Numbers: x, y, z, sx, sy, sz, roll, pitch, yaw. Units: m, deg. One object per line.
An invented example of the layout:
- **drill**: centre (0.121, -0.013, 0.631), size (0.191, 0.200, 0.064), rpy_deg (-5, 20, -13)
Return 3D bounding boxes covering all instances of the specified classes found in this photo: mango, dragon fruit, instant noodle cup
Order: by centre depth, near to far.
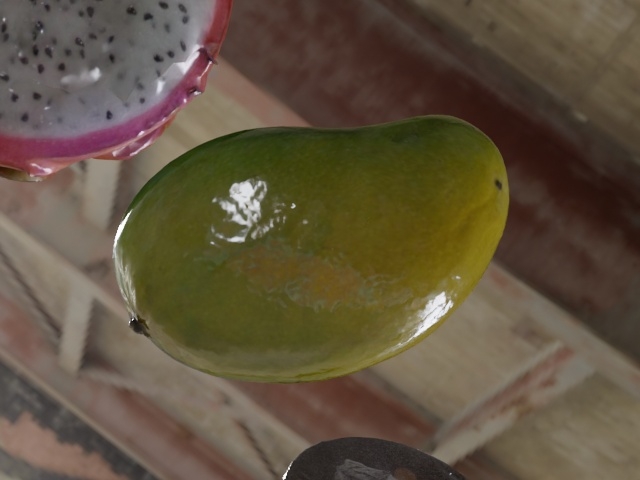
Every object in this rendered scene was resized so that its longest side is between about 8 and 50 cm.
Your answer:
- **mango**: centre (-0.001, 0.003, 0.702), size (0.191, 0.122, 0.085), rpy_deg (-8, -26, -1)
- **dragon fruit**: centre (-0.194, -0.175, 1.021), size (0.290, 0.291, 0.189), rpy_deg (41, -2, -9)
- **instant noodle cup**: centre (0.041, 0.327, 1.381), size (0.217, 0.217, 0.207), rpy_deg (30, -60, 19)
